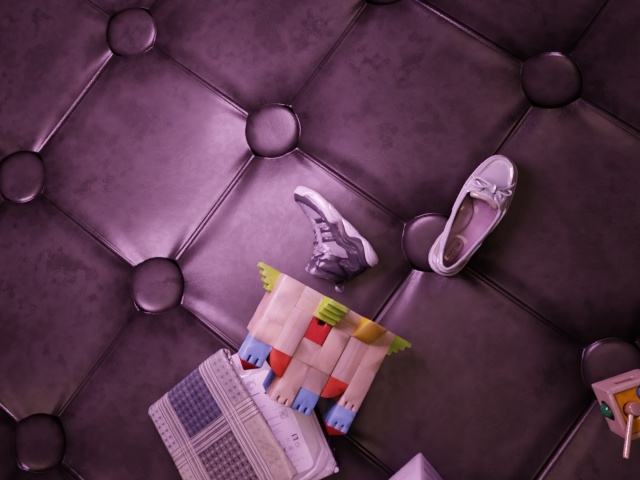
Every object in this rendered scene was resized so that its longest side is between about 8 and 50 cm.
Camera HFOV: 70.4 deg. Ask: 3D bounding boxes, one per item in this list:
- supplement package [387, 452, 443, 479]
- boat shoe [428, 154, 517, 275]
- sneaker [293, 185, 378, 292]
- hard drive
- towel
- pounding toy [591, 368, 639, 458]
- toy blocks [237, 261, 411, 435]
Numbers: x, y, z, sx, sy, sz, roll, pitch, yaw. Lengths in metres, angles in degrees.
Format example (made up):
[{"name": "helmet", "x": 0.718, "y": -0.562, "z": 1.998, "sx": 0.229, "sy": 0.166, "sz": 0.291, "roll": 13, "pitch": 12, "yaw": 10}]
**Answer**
[{"name": "supplement package", "x": 0.195, "y": 0.601, "z": 0.911, "sx": 0.199, "sy": 0.262, "sz": 0.198, "roll": -42, "pitch": 73, "yaw": 0}, {"name": "boat shoe", "x": 0.361, "y": -0.060, "z": 1.056, "sx": 0.118, "sy": 0.103, "sz": 0.320, "roll": 34, "pitch": 89, "yaw": 8}, {"name": "sneaker", "x": 0.000, "y": 0.000, "z": 1.087, "sx": 0.153, "sy": 0.101, "sz": 0.268, "roll": -44, "pitch": 84, "yaw": -3}, {"name": "hard drive", "x": -0.126, "y": 0.420, "z": 1.078, "sx": 0.237, "sy": 0.064, "sz": 0.338, "roll": -23, "pitch": 81, "yaw": 3}, {"name": "towel", "x": -0.229, "y": 0.451, "z": 1.033, "sx": 0.312, "sy": 0.056, "sz": 0.324, "roll": -41, "pitch": 73, "yaw": 23}, {"name": "pounding toy", "x": 0.672, "y": 0.370, "z": 0.979, "sx": 0.141, "sy": 0.100, "sz": 0.130, "roll": -20, "pitch": 82, "yaw": 3}, {"name": "toy blocks", "x": -0.026, "y": 0.252, "z": 0.998, "sx": 0.381, "sy": 0.191, "sz": 0.260, "roll": 31, "pitch": 82, "yaw": -15}]
